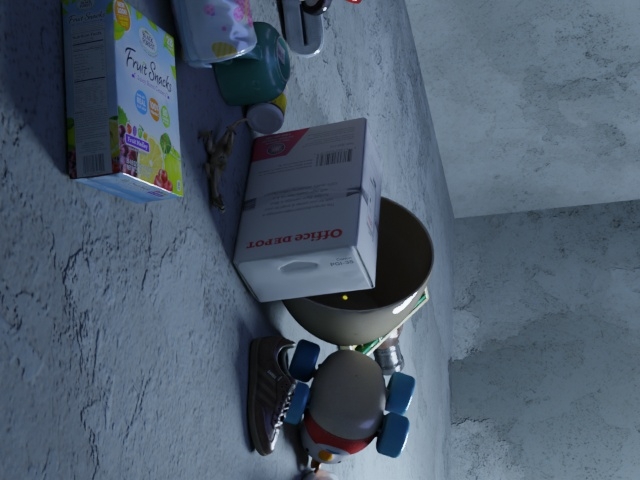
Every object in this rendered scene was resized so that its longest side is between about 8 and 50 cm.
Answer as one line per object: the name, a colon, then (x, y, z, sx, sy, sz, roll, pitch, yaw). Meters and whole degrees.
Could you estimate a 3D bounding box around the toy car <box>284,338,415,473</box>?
toy car: (0.024, 0.334, 1.894, 0.210, 0.219, 0.238, -74, -177, -56)

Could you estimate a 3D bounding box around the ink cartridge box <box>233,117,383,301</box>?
ink cartridge box: (-0.015, -0.050, 1.761, 0.117, 0.207, 0.283, 63, 25, -46)

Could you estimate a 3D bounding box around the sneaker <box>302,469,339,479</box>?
sneaker: (0.041, 0.471, 1.858, 0.292, 0.169, 0.108, -37, 118, -75)

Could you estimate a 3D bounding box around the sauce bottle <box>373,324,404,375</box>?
sauce bottle: (0.128, 0.159, 2.452, 0.111, 0.111, 0.345, -74, 155, -56)

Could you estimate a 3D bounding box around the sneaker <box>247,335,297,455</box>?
sneaker: (-0.072, 0.242, 1.693, 0.066, 0.071, 0.189, 42, 44, -70)

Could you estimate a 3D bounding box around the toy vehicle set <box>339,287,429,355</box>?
toy vehicle set: (0.130, 0.131, 2.332, 0.267, 0.035, 0.166, -39, 130, -32)

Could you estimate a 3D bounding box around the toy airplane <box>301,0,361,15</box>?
toy airplane: (-0.016, -0.584, 1.701, 0.384, 0.272, 0.386, 46, 31, -14)

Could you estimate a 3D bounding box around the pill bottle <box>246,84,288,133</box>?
pill bottle: (-0.089, -0.243, 1.838, 0.065, 0.065, 0.116, 70, 19, -44)

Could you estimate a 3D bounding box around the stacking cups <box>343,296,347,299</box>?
stacking cups: (0.000, 0.000, 2.037, 0.096, 0.096, 0.316, -77, 156, -52)

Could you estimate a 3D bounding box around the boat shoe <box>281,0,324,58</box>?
boat shoe: (-0.042, -0.511, 2.104, 0.094, 0.109, 0.303, -102, -169, -72)

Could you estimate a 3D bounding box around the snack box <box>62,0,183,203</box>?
snack box: (-0.227, -0.159, 1.247, 0.174, 0.070, 0.207, 22, 62, -74)

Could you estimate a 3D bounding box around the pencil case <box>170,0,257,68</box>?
pencil case: (-0.168, -0.380, 1.481, 0.124, 0.113, 0.273, -55, 138, -54)

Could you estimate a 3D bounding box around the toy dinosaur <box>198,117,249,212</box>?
toy dinosaur: (-0.151, -0.134, 1.614, 0.093, 0.053, 0.183, 91, 9, -60)

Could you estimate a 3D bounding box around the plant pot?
plant pot: (0.049, 0.076, 1.897, 0.191, 0.284, 0.284, 93, 3, -47)

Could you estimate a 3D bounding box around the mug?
mug: (-0.107, -0.278, 1.712, 0.158, 0.097, 0.130, -73, 153, -58)
